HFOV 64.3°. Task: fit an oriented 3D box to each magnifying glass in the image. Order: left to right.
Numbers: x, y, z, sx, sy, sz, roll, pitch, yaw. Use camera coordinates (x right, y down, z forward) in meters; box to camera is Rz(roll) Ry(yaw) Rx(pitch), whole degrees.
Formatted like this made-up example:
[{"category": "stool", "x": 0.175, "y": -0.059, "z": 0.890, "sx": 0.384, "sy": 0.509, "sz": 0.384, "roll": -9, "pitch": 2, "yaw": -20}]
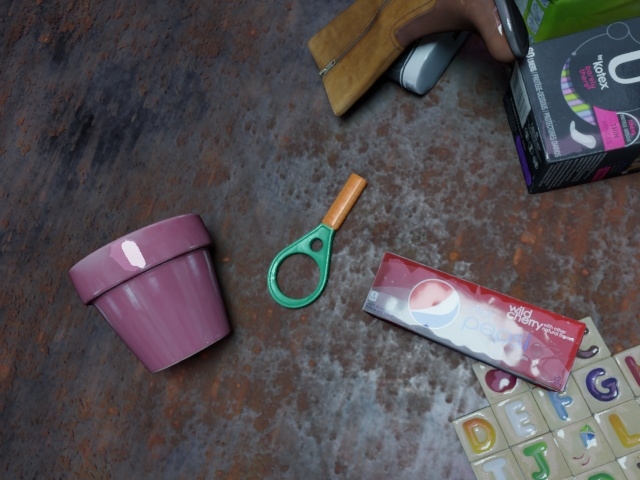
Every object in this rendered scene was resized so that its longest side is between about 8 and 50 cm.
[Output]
[{"category": "magnifying glass", "x": 0.000, "y": 0.000, "z": 0.787, "sx": 0.092, "sy": 0.026, "sz": 0.231, "roll": 31, "pitch": 89, "yaw": 17}]

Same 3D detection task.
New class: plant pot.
[{"category": "plant pot", "x": -0.228, "y": 0.083, "z": 0.744, "sx": 0.201, "sy": 0.201, "sz": 0.180, "roll": -27, "pitch": 90, "yaw": 7}]

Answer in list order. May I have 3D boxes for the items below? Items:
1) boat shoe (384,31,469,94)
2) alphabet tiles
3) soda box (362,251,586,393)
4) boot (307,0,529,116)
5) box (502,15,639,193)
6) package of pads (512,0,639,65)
[{"category": "boat shoe", "x": 0.198, "y": -0.375, "z": 0.774, "sx": 0.105, "sy": 0.113, "sz": 0.306, "roll": 38, "pitch": 105, "yaw": 23}, {"category": "alphabet tiles", "x": 0.348, "y": 0.288, "z": 0.649, "sx": 0.285, "sy": 0.011, "sz": 0.342, "roll": -25, "pitch": 74, "yaw": 7}, {"category": "soda box", "x": 0.196, "y": 0.105, "z": 0.678, "sx": 0.263, "sy": 0.083, "sz": 0.092, "roll": 21, "pitch": 81, "yaw": 19}, {"category": "boot", "x": 0.112, "y": -0.271, "z": 0.701, "sx": 0.280, "sy": 0.096, "sz": 0.264, "roll": -35, "pitch": 67, "yaw": 30}, {"category": "box", "x": 0.401, "y": -0.181, "z": 0.666, "sx": 0.271, "sy": 0.143, "sz": 0.165, "roll": -12, "pitch": 76, "yaw": 10}, {"category": "package of pads", "x": 0.402, "y": -0.333, "z": 0.654, "sx": 0.297, "sy": 0.229, "sz": 0.101, "roll": -16, "pitch": 80, "yaw": 9}]
